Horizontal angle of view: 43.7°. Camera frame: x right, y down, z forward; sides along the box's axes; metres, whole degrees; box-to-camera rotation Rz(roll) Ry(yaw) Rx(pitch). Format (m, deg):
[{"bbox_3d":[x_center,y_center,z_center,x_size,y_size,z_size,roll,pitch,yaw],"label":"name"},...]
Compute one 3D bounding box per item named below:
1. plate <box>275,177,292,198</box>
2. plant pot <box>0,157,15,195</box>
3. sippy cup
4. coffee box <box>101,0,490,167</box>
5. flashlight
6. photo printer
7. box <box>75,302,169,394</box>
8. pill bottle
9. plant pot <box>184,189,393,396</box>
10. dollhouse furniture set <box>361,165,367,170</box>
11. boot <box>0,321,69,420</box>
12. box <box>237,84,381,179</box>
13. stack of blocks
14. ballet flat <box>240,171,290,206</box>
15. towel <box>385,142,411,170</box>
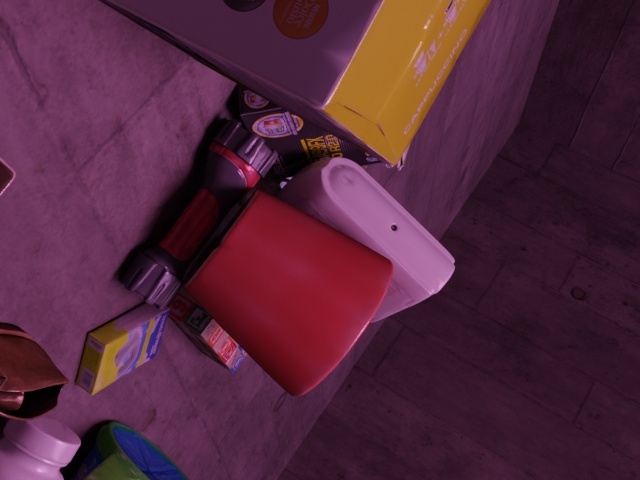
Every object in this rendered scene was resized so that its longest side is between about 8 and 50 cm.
[{"bbox_3d":[-0.043,-0.109,1.666,0.188,0.024,0.188,-53,162,-25],"label":"plate"},{"bbox_3d":[-0.355,-0.061,0.692,0.109,0.096,0.109,-56,164,-15],"label":"plant pot"},{"bbox_3d":[-0.365,0.481,1.413,0.224,0.240,0.305,-47,123,-5],"label":"sippy cup"},{"bbox_3d":[-0.004,-0.319,0.865,0.338,0.334,0.338,-61,164,4],"label":"coffee box"},{"bbox_3d":[-0.191,-0.040,1.229,0.304,0.103,0.103,-54,-159,-7],"label":"flashlight"},{"bbox_3d":[0.058,-0.004,1.432,0.107,0.307,0.256,-50,-174,-30],"label":"photo printer"},{"bbox_3d":[-0.314,0.167,1.304,0.178,0.042,0.109,-31,148,-57],"label":"box"},{"bbox_3d":[-0.439,0.358,1.090,0.246,0.136,0.136,-58,164,-7],"label":"pill bottle"},{"bbox_3d":[-0.062,0.068,1.260,0.275,0.243,0.275,-52,-172,10],"label":"plant pot"},{"bbox_3d":[0.077,-0.237,1.575,0.151,0.123,0.144,-58,179,-22],"label":"dollhouse furniture set"},{"bbox_3d":[-0.397,0.152,0.906,0.112,0.115,0.305,-59,163,3],"label":"boot"},{"bbox_3d":[-0.002,-0.192,1.334,0.270,0.216,0.060,66,15,-71],"label":"box"},{"bbox_3d":[-0.182,0.134,1.555,0.171,0.087,0.297,-55,163,-16],"label":"stack of blocks"},{"bbox_3d":[-0.082,-0.115,1.488,0.168,0.052,0.057,-51,162,-26],"label":"ballet flat"},{"bbox_3d":[0.150,-0.312,1.317,0.248,0.038,0.325,-66,162,-47],"label":"towel"}]
